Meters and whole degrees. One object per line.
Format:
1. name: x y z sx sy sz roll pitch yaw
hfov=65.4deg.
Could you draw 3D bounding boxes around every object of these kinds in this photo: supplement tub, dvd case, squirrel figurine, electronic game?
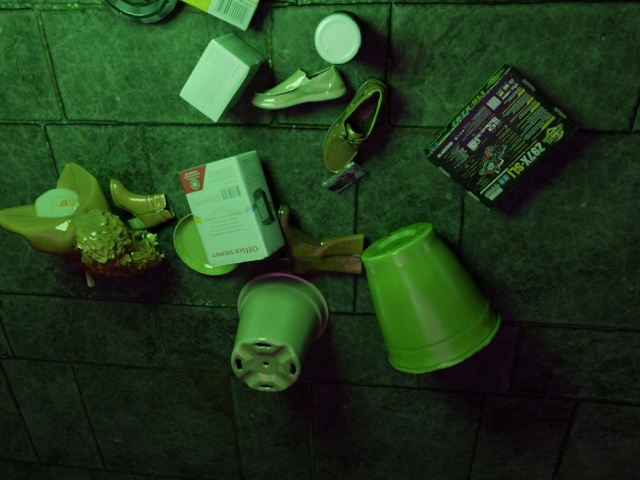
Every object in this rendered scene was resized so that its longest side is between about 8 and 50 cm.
1. supplement tub: 0.052 -0.517 1.261 0.117 0.190 0.116 3 119 5
2. dvd case: 0.072 -0.188 1.502 0.119 0.087 0.013 -34 64 21
3. squirrel figurine: -0.709 0.016 1.564 0.397 0.281 0.370 26 148 16
4. electronic game: -0.475 -0.666 1.265 0.230 0.048 0.229 0 139 0

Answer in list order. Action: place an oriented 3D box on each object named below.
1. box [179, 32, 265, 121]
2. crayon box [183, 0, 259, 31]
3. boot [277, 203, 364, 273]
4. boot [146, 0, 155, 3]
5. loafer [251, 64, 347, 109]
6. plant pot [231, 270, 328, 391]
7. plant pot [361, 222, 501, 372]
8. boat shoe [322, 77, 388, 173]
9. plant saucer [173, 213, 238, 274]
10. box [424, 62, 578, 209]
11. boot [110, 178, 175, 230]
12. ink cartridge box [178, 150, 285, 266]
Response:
1. box: -0.261 -0.443 1.348 0.119 0.181 0.182 36 116 -11
2. crayon box: -0.208 -0.706 1.206 0.202 0.081 0.318 16 127 -30
3. boot: 0.000 0.000 1.600 0.281 0.096 0.263 -1 115 6
4. boot: -0.420 -0.709 1.298 0.137 0.076 0.198 31 131 -14
5. loafer: -0.063 -0.427 1.382 0.269 0.102 0.092 -9 115 2
6. plant pot: -0.154 0.324 1.672 0.334 0.305 0.333 3 119 6
7. plant pot: 0.304 0.147 1.520 0.367 0.366 0.352 -23 100 19
8. boat shoe: 0.087 -0.313 1.413 0.111 0.104 0.307 24 119 -7
9. plant saucer: -0.373 0.006 1.685 0.241 0.037 0.240 3 118 7
10. box: 0.493 -0.282 1.392 0.257 0.079 0.322 35 117 -13
11. boot: -0.578 -0.132 1.625 0.153 0.073 0.197 -16 121 13
12. ink cartridge box: -0.265 -0.095 1.506 0.226 0.131 0.306 -8 106 28
